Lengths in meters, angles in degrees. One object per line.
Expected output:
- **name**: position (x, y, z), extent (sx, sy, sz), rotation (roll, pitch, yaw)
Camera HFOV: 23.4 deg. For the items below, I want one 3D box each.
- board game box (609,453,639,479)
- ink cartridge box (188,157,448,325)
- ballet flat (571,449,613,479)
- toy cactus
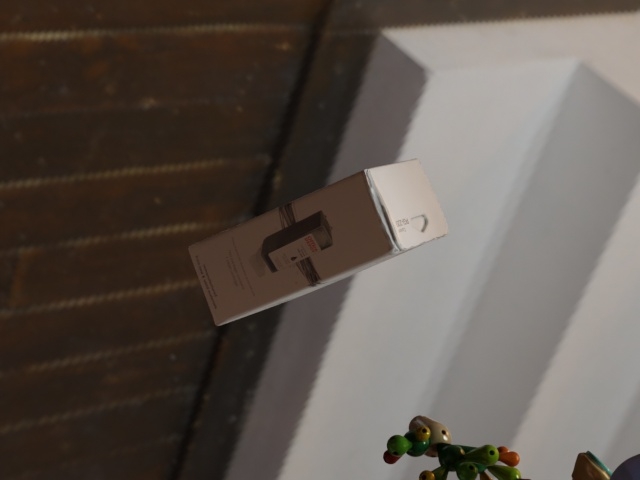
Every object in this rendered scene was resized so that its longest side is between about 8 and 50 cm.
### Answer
- **board game box**: position (0.277, 0.212, 1.076), extent (0.133, 0.168, 0.033), rotation (-36, 144, -53)
- **ink cartridge box**: position (0.000, 0.000, 1.570), extent (0.217, 0.092, 0.158), rotation (-21, 178, 24)
- **ballet flat**: position (0.373, 0.342, 2.052), extent (0.073, 0.080, 0.232), rotation (-45, 147, 2)
- **toy cactus**: position (0.173, 0.299, 2.123), extent (0.219, 0.180, 0.112), rotation (7, 104, -22)
